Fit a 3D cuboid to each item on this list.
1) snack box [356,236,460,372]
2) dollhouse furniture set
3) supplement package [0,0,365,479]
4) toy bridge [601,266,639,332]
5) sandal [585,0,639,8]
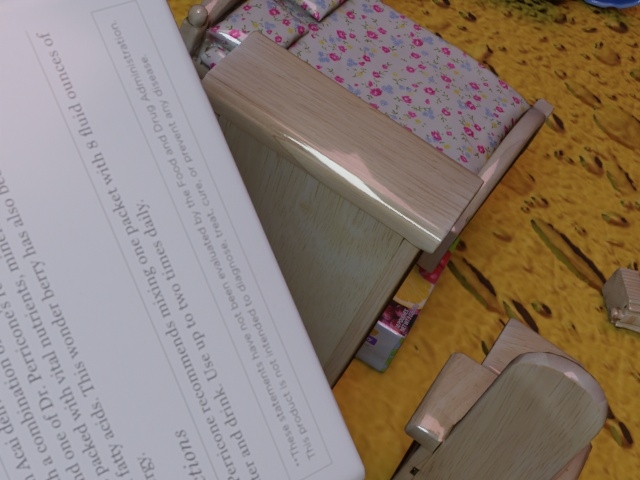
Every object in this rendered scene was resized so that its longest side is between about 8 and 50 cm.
[{"bbox_3d":[0.000,0.000,0.689,0.141,0.037,0.100,31,43,4],"label":"snack box"},{"bbox_3d":[0.073,-0.076,0.633,0.303,0.173,0.355,35,50,6],"label":"dollhouse furniture set"},{"bbox_3d":[-0.172,0.058,0.357,0.293,0.175,0.177,-23,91,-29],"label":"supplement package"},{"bbox_3d":[0.271,0.063,0.779,0.188,0.026,0.063,11,46,-18],"label":"toy bridge"},{"bbox_3d":[0.181,-0.259,0.982,0.318,0.126,0.138,-10,58,-33],"label":"sandal"}]
